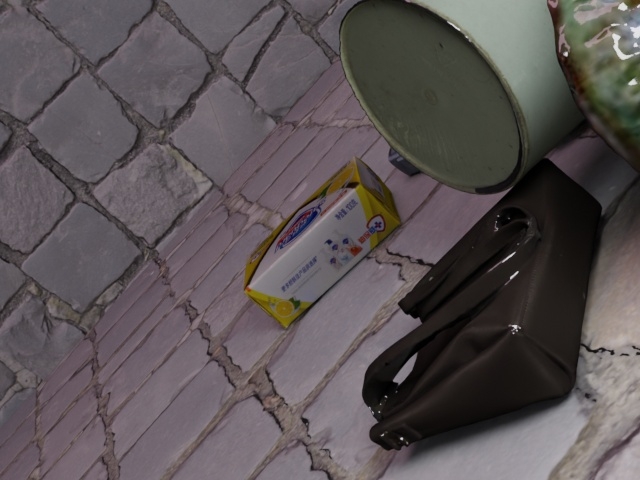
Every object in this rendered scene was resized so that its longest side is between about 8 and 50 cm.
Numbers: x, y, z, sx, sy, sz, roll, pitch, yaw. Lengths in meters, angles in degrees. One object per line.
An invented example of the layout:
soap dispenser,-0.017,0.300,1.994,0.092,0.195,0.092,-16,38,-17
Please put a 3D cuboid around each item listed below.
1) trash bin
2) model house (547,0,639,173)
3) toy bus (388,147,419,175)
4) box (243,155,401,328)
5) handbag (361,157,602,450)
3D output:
trash bin,0.249,-0.275,1.053,0.432,0.280,0.280,-44,14,-22
model house,0.402,-0.218,0.732,0.339,0.297,0.360,-27,27,43
toy bus,0.186,-0.164,1.578,0.190,0.064,0.075,-25,39,53
box,0.000,0.000,1.588,0.265,0.097,0.168,-43,16,14
handbag,0.161,0.071,0.997,0.257,0.113,0.285,-42,16,40
